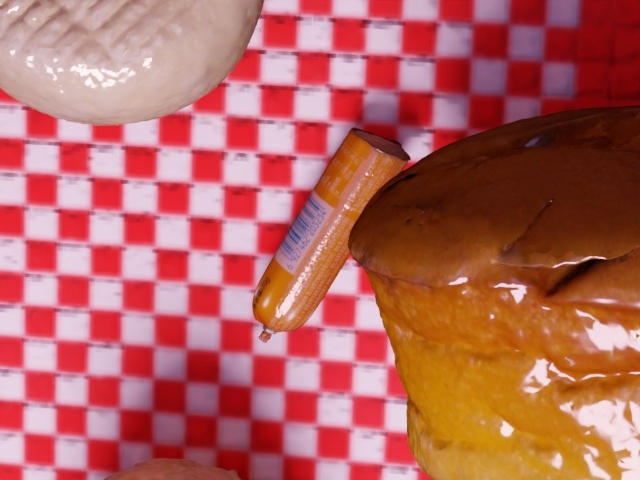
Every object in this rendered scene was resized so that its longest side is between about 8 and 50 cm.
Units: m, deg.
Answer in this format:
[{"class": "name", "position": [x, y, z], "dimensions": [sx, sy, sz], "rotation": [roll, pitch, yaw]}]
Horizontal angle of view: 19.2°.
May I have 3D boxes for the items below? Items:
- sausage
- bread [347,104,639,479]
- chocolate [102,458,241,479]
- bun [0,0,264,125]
[{"class": "sausage", "position": [0.000, 0.000, 0.841], "dimensions": [0.031, 0.031, 0.107], "rotation": [33, 105, 2]}, {"class": "bread", "position": [0.147, 0.019, 0.738], "dimensions": [0.269, 0.195, 0.143], "rotation": [-2, 109, 19]}, {"class": "chocolate", "position": [-0.060, 0.242, 0.850], "dimensions": [0.134, 0.134, 0.309], "rotation": [-3, 104, 10]}, {"class": "bun", "position": [-0.100, -0.138, 0.798], "dimensions": [0.164, 0.111, 0.188], "rotation": [-44, 88, -3]}]
